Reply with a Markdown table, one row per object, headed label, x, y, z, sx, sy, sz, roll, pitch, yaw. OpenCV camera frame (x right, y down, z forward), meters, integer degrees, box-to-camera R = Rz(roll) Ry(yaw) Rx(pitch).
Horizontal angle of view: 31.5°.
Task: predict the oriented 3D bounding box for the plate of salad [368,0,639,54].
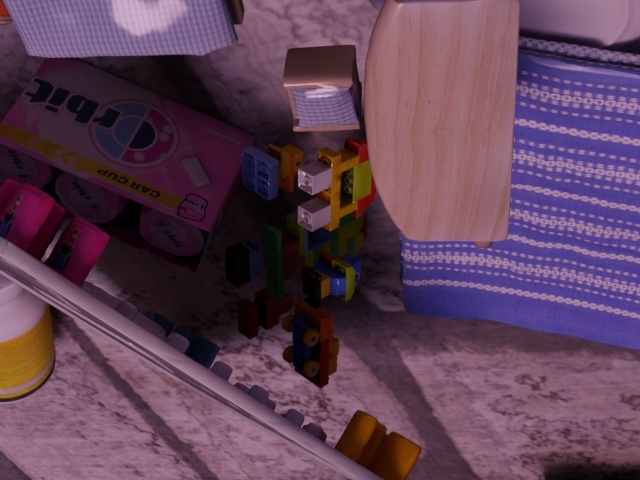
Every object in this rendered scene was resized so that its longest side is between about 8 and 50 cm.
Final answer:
| label | x | y | z | sx | sy | sz | roll | pitch | yaw |
| --- | --- | --- | --- | --- | --- | --- | --- | --- | --- |
| plate of salad | 0.113 | -0.160 | 0.664 | 0.200 | 0.048 | 0.200 | 15 | 160 | 5 |

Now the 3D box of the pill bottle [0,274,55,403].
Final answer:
| label | x | y | z | sx | sy | sz | roll | pitch | yaw |
| --- | --- | --- | --- | --- | --- | --- | --- | --- | --- |
| pill bottle | -0.323 | 0.077 | 1.138 | 0.103 | 0.103 | 0.184 | 17 | 141 | 6 |

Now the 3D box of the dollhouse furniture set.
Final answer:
| label | x | y | z | sx | sy | sz | roll | pitch | yaw |
| --- | --- | --- | --- | --- | --- | --- | --- | --- | --- |
| dollhouse furniture set | -0.064 | -0.090 | 0.548 | 0.303 | 0.198 | 0.286 | 0 | 143 | 7 |

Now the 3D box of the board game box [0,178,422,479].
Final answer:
| label | x | y | z | sx | sy | sz | roll | pitch | yaw |
| --- | --- | --- | --- | --- | --- | --- | --- | --- | --- |
| board game box | -0.158 | 0.053 | 0.901 | 0.390 | 0.050 | 0.390 | 38 | 168 | -33 |

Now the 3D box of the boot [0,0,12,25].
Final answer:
| label | x | y | z | sx | sy | sz | roll | pitch | yaw |
| --- | --- | --- | --- | --- | --- | --- | --- | --- | --- |
| boot | -0.250 | -0.222 | 0.794 | 0.084 | 0.059 | 0.158 | -14 | 128 | 30 |

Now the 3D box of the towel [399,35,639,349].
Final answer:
| label | x | y | z | sx | sy | sz | roll | pitch | yaw |
| --- | --- | --- | --- | --- | --- | --- | --- | --- | --- |
| towel | 0.167 | -0.016 | 0.806 | 0.243 | 0.040 | 0.336 | 11 | 150 | 13 |

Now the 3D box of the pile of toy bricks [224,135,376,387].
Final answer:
| label | x | y | z | sx | sy | sz | roll | pitch | yaw |
| --- | --- | --- | --- | --- | --- | --- | --- | --- | --- |
| pile of toy bricks | 0.000 | 0.000 | 0.904 | 0.118 | 0.105 | 0.212 | 31 | 133 | 37 |

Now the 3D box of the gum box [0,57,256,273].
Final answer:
| label | x | y | z | sx | sy | sz | roll | pitch | yaw |
| --- | --- | --- | --- | --- | --- | --- | --- | --- | --- |
| gum box | -0.159 | -0.065 | 0.891 | 0.188 | 0.107 | 0.062 | 23 | 142 | -1 |
